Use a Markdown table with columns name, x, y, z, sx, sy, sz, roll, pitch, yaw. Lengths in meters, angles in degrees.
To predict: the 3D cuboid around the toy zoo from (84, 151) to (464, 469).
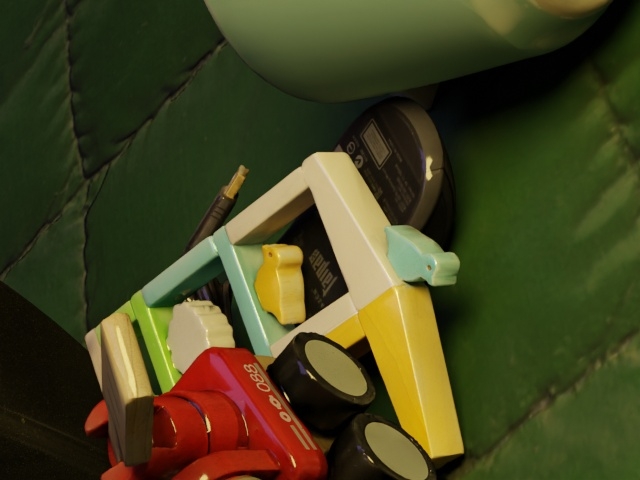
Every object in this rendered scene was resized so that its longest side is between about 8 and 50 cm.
| name | x | y | z | sx | sy | sz | roll | pitch | yaw |
| --- | --- | --- | --- | --- | --- | --- | --- | --- | --- |
| toy zoo | -0.023 | 0.079 | 1.164 | 0.293 | 0.030 | 0.192 | -36 | 67 | 40 |

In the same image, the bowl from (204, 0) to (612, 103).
| name | x | y | z | sx | sy | sz | roll | pitch | yaw |
| --- | --- | --- | --- | --- | --- | --- | --- | --- | --- |
| bowl | 0.082 | -0.219 | 1.076 | 0.163 | 0.311 | 0.311 | 11 | 78 | 37 |

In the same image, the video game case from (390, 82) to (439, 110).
| name | x | y | z | sx | sy | sz | roll | pitch | yaw |
| --- | --- | --- | --- | --- | --- | --- | --- | --- | --- |
| video game case | 0.044 | -0.211 | 1.183 | 0.023 | 0.193 | 0.212 | 12 | 79 | 37 |

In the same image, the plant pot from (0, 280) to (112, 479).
| name | x | y | z | sx | sy | sz | roll | pitch | yaw |
| --- | --- | --- | --- | --- | --- | --- | --- | --- | --- |
| plant pot | -0.239 | 0.144 | 1.383 | 0.188 | 0.167 | 0.187 | -53 | 34 | 21 |

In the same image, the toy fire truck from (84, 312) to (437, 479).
| name | x | y | z | sx | sy | sz | roll | pitch | yaw |
| --- | --- | --- | --- | --- | --- | --- | --- | --- | --- |
| toy fire truck | -0.035 | 0.135 | 0.975 | 0.158 | 0.246 | 0.217 | -51 | 57 | 23 |

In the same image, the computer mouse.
| name | x | y | z | sx | sy | sz | roll | pitch | yaw |
| --- | --- | --- | --- | --- | --- | --- | --- | --- | --- |
| computer mouse | 0.000 | 0.000 | 1.223 | 0.262 | 0.060 | 0.184 | -60 | 42 | 28 |
